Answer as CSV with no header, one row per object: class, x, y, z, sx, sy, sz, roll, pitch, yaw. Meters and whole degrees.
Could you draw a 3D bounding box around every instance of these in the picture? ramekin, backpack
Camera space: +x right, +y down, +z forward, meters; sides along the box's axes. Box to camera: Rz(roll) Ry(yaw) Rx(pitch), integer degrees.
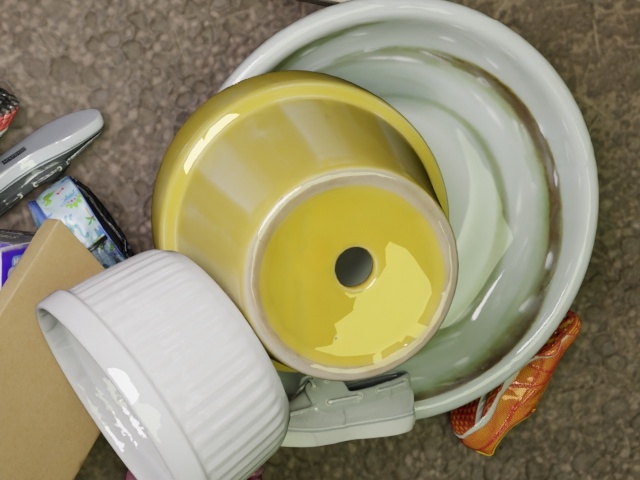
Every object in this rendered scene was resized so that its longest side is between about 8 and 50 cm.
ramekin,-0.114,0.104,1.018,0.109,0.207,0.207,-35,106,-19
backpack,-0.217,0.006,1.197,0.084,0.105,0.114,-34,103,-10

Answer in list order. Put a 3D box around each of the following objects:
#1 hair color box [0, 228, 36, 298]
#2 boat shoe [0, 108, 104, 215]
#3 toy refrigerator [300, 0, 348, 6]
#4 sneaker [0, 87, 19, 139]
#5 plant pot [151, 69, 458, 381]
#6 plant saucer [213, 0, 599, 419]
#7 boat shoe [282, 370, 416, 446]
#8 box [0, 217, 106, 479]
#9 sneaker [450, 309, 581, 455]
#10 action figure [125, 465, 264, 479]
hair color box,-0.324,0.158,1.146,0.185,0.110,0.339,5,97,20
boat shoe,-0.254,-0.069,1.209,0.142,0.049,0.040,-32,124,-8
toy refrigerator,-0.040,-0.275,1.212,0.269,0.094,0.102,9,96,-17
sneaker,-0.322,-0.063,1.104,0.088,0.225,0.093,29,115,5
plant pot,0.000,0.000,1.082,0.254,0.239,0.254,-3,103,-13
plant saucer,0.059,-0.030,1.264,0.400,0.100,0.400,-3,103,-13
boat shoe,0.008,0.146,1.192,0.184,0.066,0.063,-2,92,-28
box,-0.222,0.108,1.086,0.201,0.021,0.164,-62,140,-26
sneaker,0.203,0.141,1.371,0.175,0.064,0.067,-47,127,0
action figure,-0.097,0.302,1.203,0.275,0.248,0.370,5,99,-18
